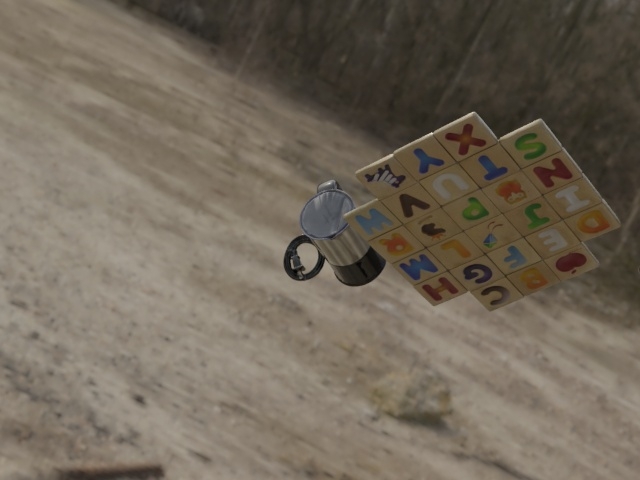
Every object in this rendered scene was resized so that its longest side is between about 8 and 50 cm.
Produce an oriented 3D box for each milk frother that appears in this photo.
[{"bbox_3d":[0.000,0.000,1.706,0.129,0.143,0.135,59,3,41],"label":"milk frother"}]

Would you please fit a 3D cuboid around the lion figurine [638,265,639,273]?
[{"bbox_3d":[0.583,-0.026,1.541,0.240,0.142,0.392,-11,-12,-10],"label":"lion figurine"}]

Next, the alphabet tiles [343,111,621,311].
[{"bbox_3d":[0.208,-0.025,1.526,0.342,0.285,0.011,43,32,-39],"label":"alphabet tiles"}]
